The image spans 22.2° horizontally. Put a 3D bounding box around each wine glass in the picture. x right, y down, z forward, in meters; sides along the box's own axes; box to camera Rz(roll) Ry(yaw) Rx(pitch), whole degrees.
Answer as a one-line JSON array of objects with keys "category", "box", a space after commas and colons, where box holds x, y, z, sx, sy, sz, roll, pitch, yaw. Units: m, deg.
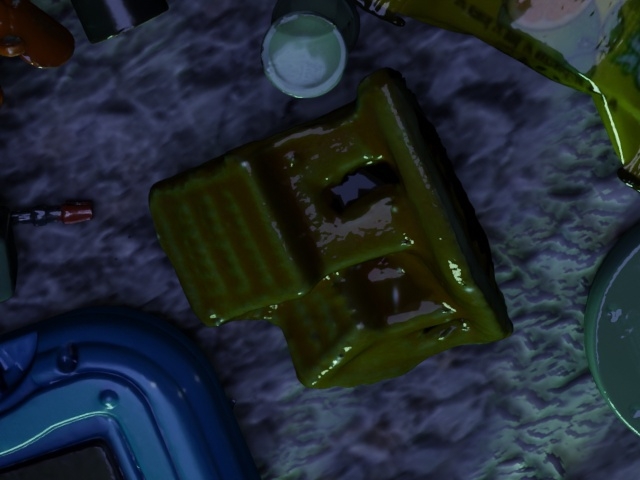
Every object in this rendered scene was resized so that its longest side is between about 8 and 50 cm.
[{"category": "wine glass", "box": [-0.009, -0.151, 1.236, 0.073, 0.155, 0.073, 1, 108, 4]}]

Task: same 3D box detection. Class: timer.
[{"category": "timer", "box": [-0.223, 0.229, 1.367, 0.340, 0.115, 0.309, -19, 102, 12]}]

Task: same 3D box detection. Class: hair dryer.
[{"category": "hair dryer", "box": [-0.093, -0.264, 1.263, 0.255, 0.070, 0.128, -26, 103, 1]}]

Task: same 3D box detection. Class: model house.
[{"category": "model house", "box": [0.004, 0.011, 1.270, 0.239, 0.173, 0.268, -22, 106, 8]}]

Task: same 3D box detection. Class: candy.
[{"category": "candy", "box": [0.191, -0.181, 1.259, 0.297, 0.081, 0.187, 31, 103, -6]}]

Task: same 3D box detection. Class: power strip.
[{"category": "power strip", "box": [0.308, 0.095, 1.348, 0.167, 0.054, 0.253, -20, 104, 10]}]

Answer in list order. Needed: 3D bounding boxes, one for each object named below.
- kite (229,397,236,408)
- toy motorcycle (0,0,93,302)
[{"category": "kite", "box": [-0.163, 0.184, 1.410, 0.183, 0.010, 0.160, 12, 109, 2]}, {"category": "toy motorcycle", "box": [-0.292, -0.085, 1.257, 0.221, 0.148, 0.326, -5, 118, -2]}]
